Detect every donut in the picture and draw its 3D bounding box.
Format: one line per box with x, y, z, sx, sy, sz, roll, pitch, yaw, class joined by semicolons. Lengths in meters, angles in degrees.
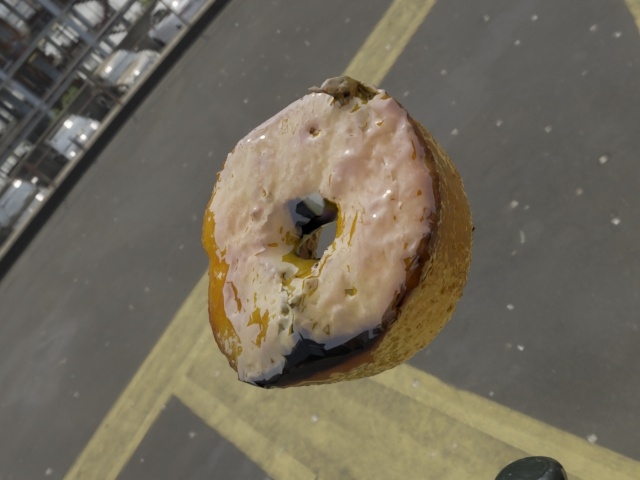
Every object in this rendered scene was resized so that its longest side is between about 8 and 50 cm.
0.002;-0.002;0.609;0.253;0.118;0.253;-14;68;37;donut

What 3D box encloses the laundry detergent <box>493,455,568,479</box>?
0.139;0.214;0.383;0.099;0.226;0.070;-23;8;-5;laundry detergent
